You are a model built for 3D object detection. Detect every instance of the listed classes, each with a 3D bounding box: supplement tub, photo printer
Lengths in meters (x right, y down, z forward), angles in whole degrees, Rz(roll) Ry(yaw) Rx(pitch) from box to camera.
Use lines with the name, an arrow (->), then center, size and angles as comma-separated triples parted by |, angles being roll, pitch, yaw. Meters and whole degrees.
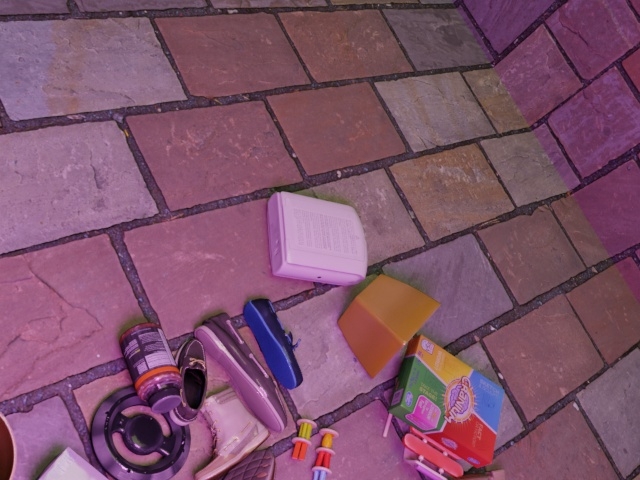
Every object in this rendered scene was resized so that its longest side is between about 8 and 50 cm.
supplement tub -> -0.380, 0.291, 1.550 | 0.106, 0.106, 0.197 | -4, 49, -36
photo printer -> 0.000, 0.000, 2.008 | 0.308, 0.107, 0.256 | 10, 59, -30

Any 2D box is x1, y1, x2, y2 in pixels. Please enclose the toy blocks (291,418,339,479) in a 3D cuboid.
toy blocks -> -0.021, 0.539, 1.715 | 0.123, 0.054, 0.148 | 28, 52, -19

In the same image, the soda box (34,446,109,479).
soda box -> -0.445, 0.551, 1.390 | 0.286, 0.098, 0.091 | 42, 50, -6

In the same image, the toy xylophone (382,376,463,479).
toy xylophone -> 0.302, 0.516, 1.930 | 0.236, 0.081, 0.322 | 28, 51, -17

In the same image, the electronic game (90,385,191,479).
electronic game -> -0.397, 0.433, 1.524 | 0.229, 0.048, 0.229 | 23, 45, -24

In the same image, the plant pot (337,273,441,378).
plant pot -> 0.177, 0.225, 1.944 | 0.187, 0.212, 0.212 | 43, 47, 10

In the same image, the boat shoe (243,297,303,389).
boat shoe -> -0.103, 0.259, 1.790 | 0.089, 0.109, 0.258 | -16, 76, -43

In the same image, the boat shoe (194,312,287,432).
boat shoe -> -0.175, 0.320, 1.701 | 0.095, 0.112, 0.335 | -36, 83, -37

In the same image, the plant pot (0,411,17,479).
plant pot -> -0.684, 0.414, 1.203 | 0.237, 0.254, 0.237 | 17, 55, -26

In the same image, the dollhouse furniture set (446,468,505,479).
dollhouse furniture set -> 0.415, 0.778, 1.751 | 0.356, 0.174, 0.303 | 1, 82, -37

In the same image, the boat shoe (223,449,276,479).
boat shoe -> -0.170, 0.624, 1.540 | 0.116, 0.123, 0.324 | 66, 30, -31

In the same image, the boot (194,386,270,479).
boot -> -0.241, 0.453, 1.592 | 0.213, 0.077, 0.165 | -31, 74, -39

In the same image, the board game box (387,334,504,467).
board game box -> 0.358, 0.446, 1.909 | 0.317, 0.064, 0.242 | 34, 50, -12

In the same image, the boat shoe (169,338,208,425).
boat shoe -> -0.300, 0.323, 1.618 | 0.081, 0.069, 0.227 | 28, 39, -27
